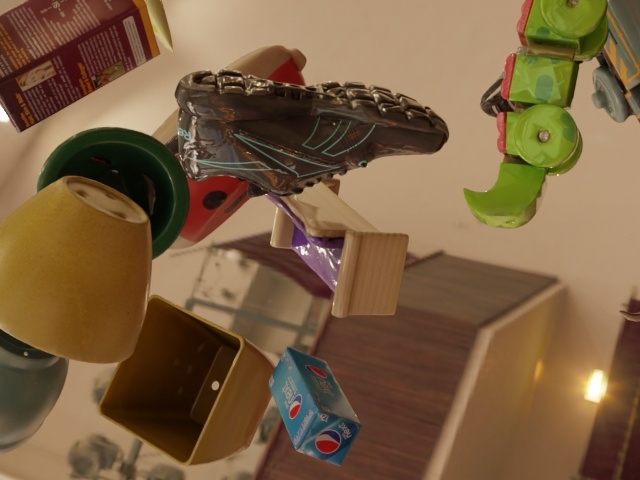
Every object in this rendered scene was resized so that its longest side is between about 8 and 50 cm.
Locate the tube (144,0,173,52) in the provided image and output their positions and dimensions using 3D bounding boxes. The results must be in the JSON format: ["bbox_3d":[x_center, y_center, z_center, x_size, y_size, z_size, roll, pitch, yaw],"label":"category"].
[{"bbox_3d":[-0.332,-0.471,1.950,0.070,0.062,0.240,-56,-49,-51],"label":"tube"}]

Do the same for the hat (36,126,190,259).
[{"bbox_3d":[-0.252,-0.060,1.328,0.183,0.208,0.173,-146,64,-77],"label":"hat"}]

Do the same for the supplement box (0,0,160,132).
[{"bbox_3d":[-0.283,-0.216,1.141,0.188,0.081,0.104,-32,-19,-11],"label":"supplement box"}]

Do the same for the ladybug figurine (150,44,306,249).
[{"bbox_3d":[-0.175,-0.145,1.766,0.449,0.162,0.305,-45,-6,14],"label":"ladybug figurine"}]

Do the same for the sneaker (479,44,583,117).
[{"bbox_3d":[0.396,-0.331,1.892,0.271,0.108,0.100,-43,-40,1],"label":"sneaker"}]

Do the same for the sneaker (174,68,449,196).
[{"bbox_3d":[-0.010,-0.100,1.002,0.101,0.267,0.106,-103,20,-66],"label":"sneaker"}]

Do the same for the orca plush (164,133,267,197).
[{"bbox_3d":[-0.136,-0.136,1.522,0.151,0.287,0.102,61,-179,-27],"label":"orca plush"}]

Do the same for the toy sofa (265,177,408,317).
[{"bbox_3d":[0.000,0.000,1.835,0.177,0.362,0.150,2,-71,-22],"label":"toy sofa"}]

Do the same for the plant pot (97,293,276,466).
[{"bbox_3d":[-0.191,0.238,1.669,0.187,0.212,0.212,31,-98,-55],"label":"plant pot"}]

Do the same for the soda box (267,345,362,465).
[{"bbox_3d":[-0.012,0.228,1.442,0.067,0.071,0.210,-62,20,11],"label":"soda box"}]

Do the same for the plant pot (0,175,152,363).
[{"bbox_3d":[-0.173,0.011,0.736,0.095,0.134,0.134,-60,-21,13],"label":"plant pot"}]

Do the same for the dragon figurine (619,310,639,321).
[{"bbox_3d":[0.498,0.008,1.396,0.289,0.144,0.085,-33,-41,-3],"label":"dragon figurine"}]

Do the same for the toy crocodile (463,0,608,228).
[{"bbox_3d":[0.236,-0.177,1.087,0.115,0.105,0.341,2,-79,-73],"label":"toy crocodile"}]

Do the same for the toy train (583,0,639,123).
[{"bbox_3d":[0.360,-0.284,1.226,0.190,0.142,0.334,50,-166,-86],"label":"toy train"}]

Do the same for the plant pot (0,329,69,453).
[{"bbox_3d":[-0.519,0.167,1.641,0.196,0.293,0.293,-42,-6,30],"label":"plant pot"}]
